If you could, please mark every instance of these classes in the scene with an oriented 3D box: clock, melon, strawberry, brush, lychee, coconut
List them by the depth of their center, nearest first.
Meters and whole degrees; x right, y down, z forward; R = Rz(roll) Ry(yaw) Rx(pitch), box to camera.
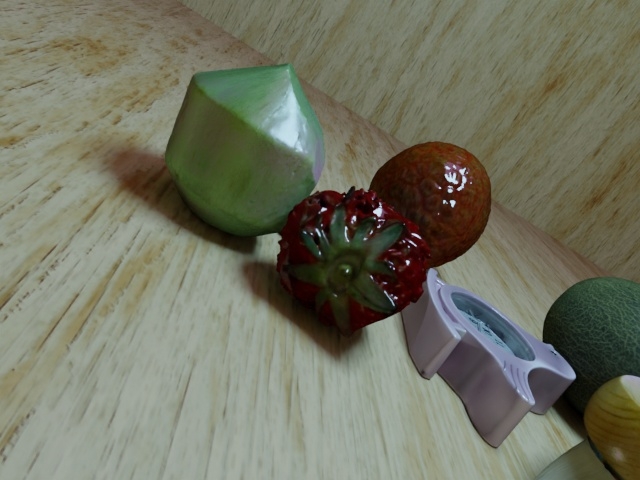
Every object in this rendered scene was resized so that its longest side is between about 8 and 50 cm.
[{"bbox_3d":[0.367,0.266,0.683,0.174,0.166,0.266,40,19,21],"label":"brush"},{"bbox_3d":[0.046,0.024,0.747,0.201,0.186,0.184,21,52,-76],"label":"strawberry"},{"bbox_3d":[-0.095,-0.132,0.786,0.204,0.236,0.236,25,21,-18],"label":"coconut"},{"bbox_3d":[0.253,0.181,0.838,0.275,0.080,0.290,32,19,-6],"label":"clock"},{"bbox_3d":[0.501,0.191,0.973,0.237,0.238,0.302,27,20,-20],"label":"melon"},{"bbox_3d":[0.212,-0.072,1.134,0.255,0.255,0.300,36,54,7],"label":"lychee"}]
